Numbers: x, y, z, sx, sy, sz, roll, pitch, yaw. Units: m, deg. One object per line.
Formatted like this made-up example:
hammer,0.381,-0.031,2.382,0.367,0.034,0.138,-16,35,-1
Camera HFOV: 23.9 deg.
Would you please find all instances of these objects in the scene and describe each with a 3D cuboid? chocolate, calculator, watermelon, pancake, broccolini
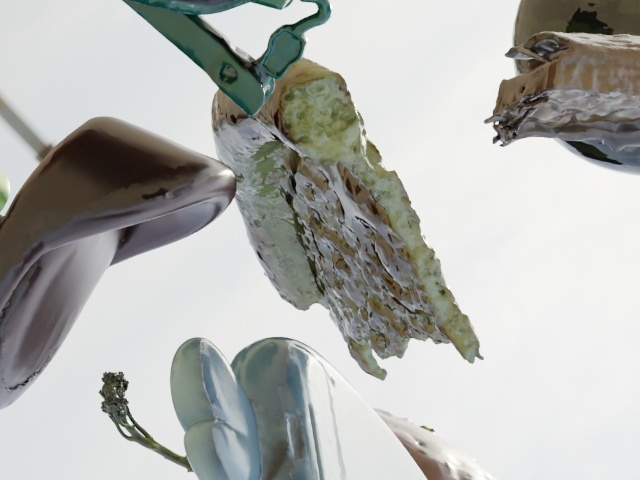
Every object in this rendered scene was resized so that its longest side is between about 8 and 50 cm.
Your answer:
chocolate,0.256,-0.090,0.879,0.329,0.065,0.102,-2,178,-19
calculator,0.018,0.150,0.764,0.042,0.303,0.188,-24,-134,15
watermelon,0.254,-0.154,1.196,0.212,0.212,0.212,-37,-161,15
pancake,-0.003,-0.005,1.304,0.067,0.305,0.427,-33,-179,-16
broccolini,-0.182,0.223,1.718,0.052,0.194,0.054,-44,-165,22

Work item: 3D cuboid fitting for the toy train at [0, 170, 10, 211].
toy train,-0.382,-0.066,1.299,0.157,0.253,0.105,-27,-129,16

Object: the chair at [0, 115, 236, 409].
chair,-0.276,-0.042,0.971,0.226,0.401,0.226,-62,176,-7

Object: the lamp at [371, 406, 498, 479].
lamp,0.077,0.325,1.674,0.240,0.305,0.305,-61,-162,2

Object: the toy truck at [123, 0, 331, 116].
toy truck,-0.144,-0.240,0.925,0.178,0.363,0.176,-57,-178,24
